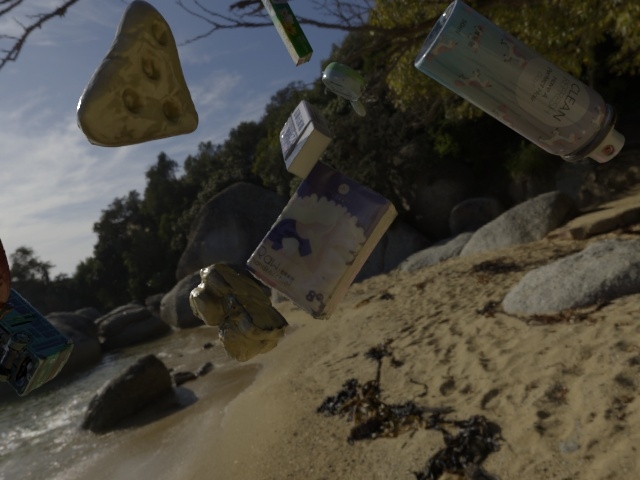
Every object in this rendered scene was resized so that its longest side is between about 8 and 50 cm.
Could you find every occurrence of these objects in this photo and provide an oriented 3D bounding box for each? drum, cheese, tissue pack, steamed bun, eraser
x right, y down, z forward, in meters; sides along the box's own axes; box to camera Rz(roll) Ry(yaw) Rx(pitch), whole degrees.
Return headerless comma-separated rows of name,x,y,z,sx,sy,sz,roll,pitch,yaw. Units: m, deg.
drum,0.067,-0.414,1.297,0.130,0.049,0.253,28,0,6
cheese,-0.492,-0.405,1.190,0.129,0.351,0.328,11,35,37
tissue pack,0.000,0.000,1.181,0.344,0.242,0.125,-56,-20,-3
steamed bun,-0.155,0.142,0.882,0.106,0.177,0.192,-47,-22,7
eraser,-0.041,-0.251,1.150,0.068,0.210,0.124,27,-65,-25

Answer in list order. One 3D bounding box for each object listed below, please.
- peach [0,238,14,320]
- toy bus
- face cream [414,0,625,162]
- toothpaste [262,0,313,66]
peach,-0.803,0.052,0.886,0.339,0.353,0.416,26,-18,16
toy bus,-0.742,0.241,1.145,0.128,0.256,0.147,-56,-11,13
face cream,0.213,-0.154,0.487,0.229,0.075,0.075,29,-9,-8
toothpaste,-0.074,-0.456,0.978,0.037,0.178,0.043,-29,2,-9
